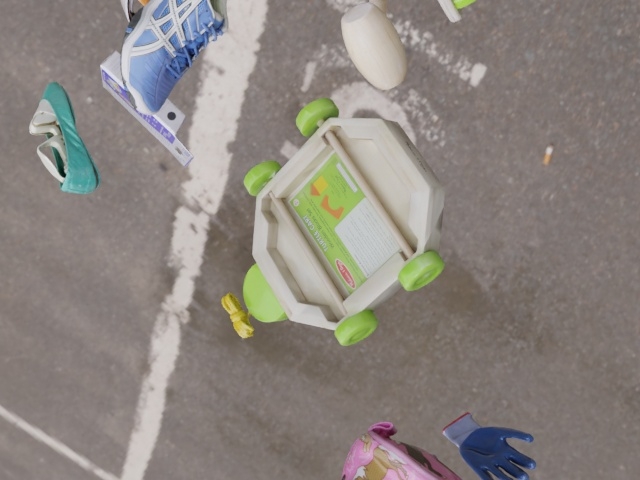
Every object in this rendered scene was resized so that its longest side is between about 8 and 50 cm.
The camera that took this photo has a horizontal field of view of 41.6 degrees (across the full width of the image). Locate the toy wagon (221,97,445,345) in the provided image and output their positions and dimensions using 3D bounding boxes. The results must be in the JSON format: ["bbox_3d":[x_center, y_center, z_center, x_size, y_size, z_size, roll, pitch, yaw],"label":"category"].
[{"bbox_3d":[0.000,0.000,1.076,0.344,0.068,0.267,-45,64,30],"label":"toy wagon"}]

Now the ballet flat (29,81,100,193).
[{"bbox_3d":[-0.491,-0.195,1.569,0.083,0.087,0.247,-44,66,45],"label":"ballet flat"}]

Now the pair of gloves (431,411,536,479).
[{"bbox_3d":[0.176,0.294,1.067,0.023,0.198,0.159,62,168,-25],"label":"pair of gloves"}]

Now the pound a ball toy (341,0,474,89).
[{"bbox_3d":[0.105,-0.316,0.764,0.208,0.319,0.136,-18,140,22],"label":"pound a ball toy"}]

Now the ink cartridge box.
[{"bbox_3d":[-0.284,-0.218,1.434,0.208,0.045,0.206,46,171,-10],"label":"ink cartridge box"}]

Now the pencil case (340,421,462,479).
[{"bbox_3d":[0.026,0.397,0.922,0.167,0.386,0.160,34,176,-14],"label":"pencil case"}]

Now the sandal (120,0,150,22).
[{"bbox_3d":[-0.257,-0.354,1.280,0.265,0.076,0.102,41,162,45],"label":"sandal"}]

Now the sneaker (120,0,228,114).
[{"bbox_3d":[-0.156,-0.239,0.945,0.081,0.211,0.080,22,-179,24],"label":"sneaker"}]
